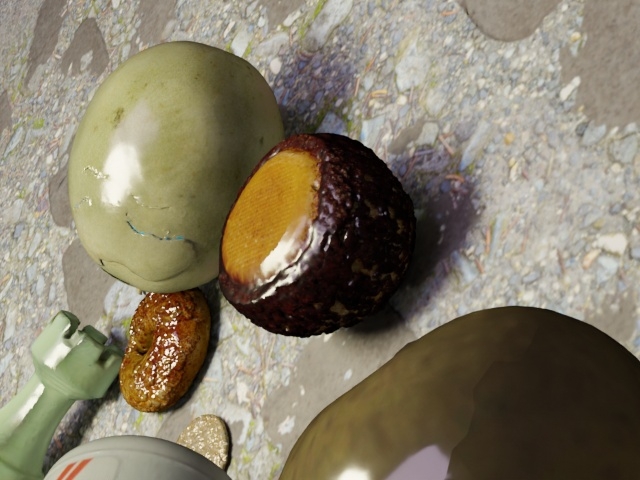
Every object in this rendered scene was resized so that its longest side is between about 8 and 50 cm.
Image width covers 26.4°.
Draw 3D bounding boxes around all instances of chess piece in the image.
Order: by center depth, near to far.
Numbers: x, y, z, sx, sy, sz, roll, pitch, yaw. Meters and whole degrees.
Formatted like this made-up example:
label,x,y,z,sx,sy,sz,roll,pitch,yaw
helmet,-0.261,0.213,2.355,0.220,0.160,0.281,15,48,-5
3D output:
label,x,y,z,sx,sy,sz,roll,pitch,yaw
chess piece,-0.401,0.247,1.881,0.299,0.194,0.194,-53,34,-1

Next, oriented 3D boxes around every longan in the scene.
label,x,y,z,sx,sy,sz,roll,pitch,yaw
longan,0.126,0.220,1.072,0.361,0.361,0.361,-32,45,38

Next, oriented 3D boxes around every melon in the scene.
label,x,y,z,sx,sy,sz,roll,pitch,yaw
melon,-0.183,-0.086,1.729,0.268,0.268,0.330,22,97,56

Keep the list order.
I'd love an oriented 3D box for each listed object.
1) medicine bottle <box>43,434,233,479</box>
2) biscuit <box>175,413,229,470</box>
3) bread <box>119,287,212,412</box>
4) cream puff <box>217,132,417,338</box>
label,x,y,z,sx,sy,sz,roll,pitch,yaw
medicine bottle,-0.209,0.382,1.405,0.245,0.245,0.306,-38,23,32
biscuit,-0.151,0.269,1.664,0.120,0.015,0.120,-30,46,38
bread,-0.210,0.136,1.793,0.193,0.064,0.193,-35,43,40
cream puff,0.000,0.000,1.511,0.239,0.164,0.239,-33,44,38
